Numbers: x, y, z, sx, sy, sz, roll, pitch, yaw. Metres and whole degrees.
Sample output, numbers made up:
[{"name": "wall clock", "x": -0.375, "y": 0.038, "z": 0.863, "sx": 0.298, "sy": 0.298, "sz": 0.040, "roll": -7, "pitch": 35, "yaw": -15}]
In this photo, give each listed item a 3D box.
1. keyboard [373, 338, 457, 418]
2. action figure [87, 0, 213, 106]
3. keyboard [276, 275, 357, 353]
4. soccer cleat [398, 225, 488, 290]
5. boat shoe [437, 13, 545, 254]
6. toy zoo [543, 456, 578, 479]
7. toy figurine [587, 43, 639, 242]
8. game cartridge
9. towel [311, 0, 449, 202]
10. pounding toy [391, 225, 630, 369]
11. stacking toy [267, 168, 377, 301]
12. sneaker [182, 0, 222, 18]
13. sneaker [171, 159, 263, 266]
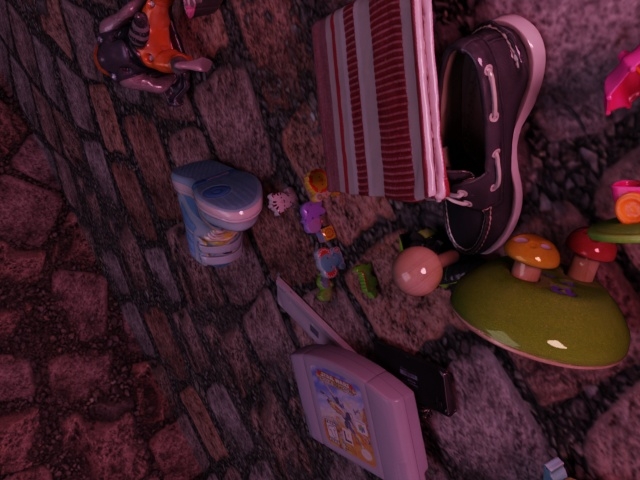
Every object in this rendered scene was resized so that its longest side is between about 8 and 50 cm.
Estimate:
[{"name": "keyboard", "x": 0.146, "y": 0.221, "z": 1.255, "sx": 0.180, "sy": 0.023, "sz": 0.108, "roll": 16, "pitch": 119, "yaw": 58}, {"name": "action figure", "x": -0.341, "y": -0.406, "z": 1.472, "sx": 0.330, "sy": 0.178, "sz": 0.341, "roll": -11, "pitch": 104, "yaw": 53}, {"name": "keyboard", "x": -0.010, "y": 0.161, "z": 1.503, "sx": 0.256, "sy": 0.014, "sz": 0.072, "roll": 42, "pitch": 150, "yaw": 40}, {"name": "soccer cleat", "x": 0.151, "y": 0.020, "z": 1.038, "sx": 0.179, "sy": 0.060, "sz": 0.072, "roll": 5, "pitch": 114, "yaw": 66}, {"name": "boat shoe", "x": 0.163, "y": -0.097, "z": 0.886, "sx": 0.114, "sy": 0.091, "sz": 0.302, "roll": 37, "pitch": 142, "yaw": 41}, {"name": "toy zoo", "x": 0.351, "y": 0.401, "z": 0.973, "sx": 0.293, "sy": 0.030, "sz": 0.192, "roll": 61, "pitch": 166, "yaw": 9}, {"name": "toy figurine", "x": 0.297, "y": -0.089, "z": 0.655, "sx": 0.173, "sy": 0.130, "sz": 0.159, "roll": -3, "pitch": 100, "yaw": 39}, {"name": "game cartridge", "x": 0.055, "y": 0.283, "z": 1.360, "sx": 0.297, "sy": 0.062, "sz": 0.198, "roll": 13, "pitch": 125, "yaw": 54}, {"name": "towel", "x": 0.064, "y": -0.169, "z": 0.965, "sx": 0.329, "sy": 0.037, "sz": 0.237, "roll": -162, "pitch": 65, "yaw": -71}, {"name": "pounding toy", "x": 0.211, "y": 0.028, "z": 0.824, "sx": 0.237, "sy": 0.183, "sz": 0.110, "roll": 23, "pitch": 112, "yaw": 27}, {"name": "stacking toy", "x": 0.000, "y": 0.000, "z": 1.307, "sx": 0.167, "sy": 0.052, "sz": 0.221, "roll": -13, "pitch": 100, "yaw": 63}, {"name": "sneaker", "x": -0.194, "y": -0.450, "z": 1.297, "sx": 0.077, "sy": 0.072, "sz": 0.178, "roll": -122, "pitch": 33, "yaw": -42}, {"name": "sneaker", "x": -0.179, "y": -0.025, "z": 1.536, "sx": 0.319, "sy": 0.127, "sz": 0.208, "roll": -144, "pitch": 40, "yaw": -60}]
